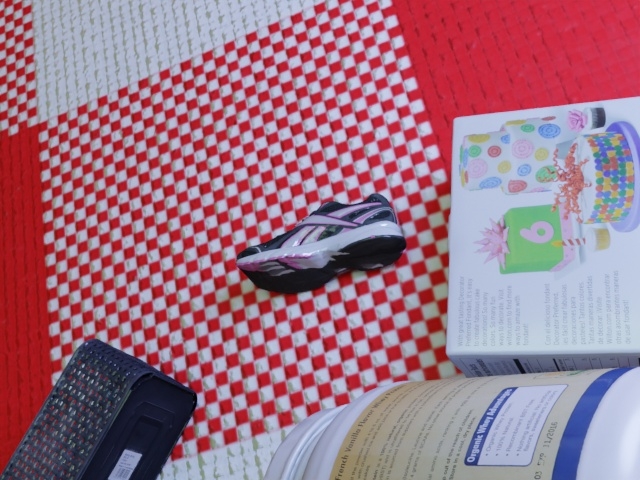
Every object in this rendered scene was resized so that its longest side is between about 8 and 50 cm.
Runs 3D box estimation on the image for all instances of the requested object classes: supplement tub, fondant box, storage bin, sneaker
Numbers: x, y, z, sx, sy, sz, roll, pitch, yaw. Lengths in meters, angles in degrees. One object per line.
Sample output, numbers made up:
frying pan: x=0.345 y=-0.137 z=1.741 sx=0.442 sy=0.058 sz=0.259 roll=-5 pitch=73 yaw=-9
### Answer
supplement tub: x=0.125 y=0.210 z=0.610 sx=0.316 sy=0.228 sz=0.228 roll=-13 pitch=61 yaw=45
fondant box: x=0.284 y=-0.003 z=0.761 sx=0.331 sy=0.096 sz=0.238 roll=-3 pitch=67 yaw=20
storage bin: x=-0.220 y=0.205 z=0.861 sx=0.084 sy=0.122 sz=0.180 roll=23 pitch=78 yaw=29
sneaker: x=0.000 y=0.000 z=0.902 sx=0.178 sy=0.072 sz=0.077 roll=-12 pitch=52 yaw=9
